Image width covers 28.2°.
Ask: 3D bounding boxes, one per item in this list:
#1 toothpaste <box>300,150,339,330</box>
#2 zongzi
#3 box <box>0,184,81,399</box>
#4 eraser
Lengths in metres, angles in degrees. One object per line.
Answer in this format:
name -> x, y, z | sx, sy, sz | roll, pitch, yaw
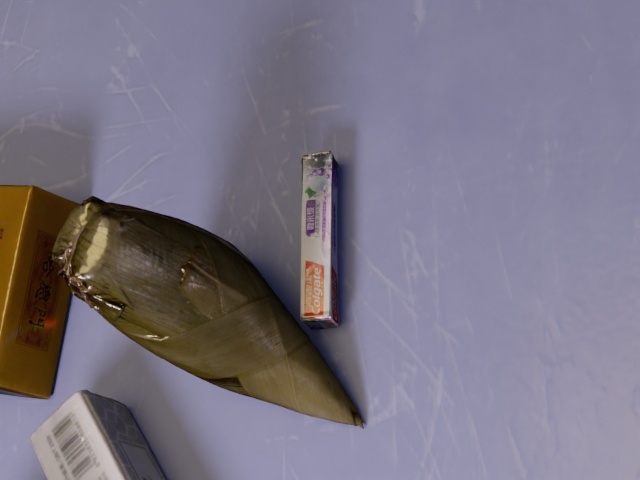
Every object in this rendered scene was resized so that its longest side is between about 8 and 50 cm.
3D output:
toothpaste -> 0.000, 0.000, 1.429 | 0.040, 0.047, 0.196 | -5, 72, 16
zongzi -> -0.112, 0.085, 1.332 | 0.300, 0.274, 0.145 | 37, 94, 33
box -> -0.518, 0.058, 1.689 | 0.415, 0.116, 0.264 | 0, 76, 32
eraser -> -0.188, 0.351, 1.401 | 0.098, 0.096, 0.404 | -42, 58, 12
